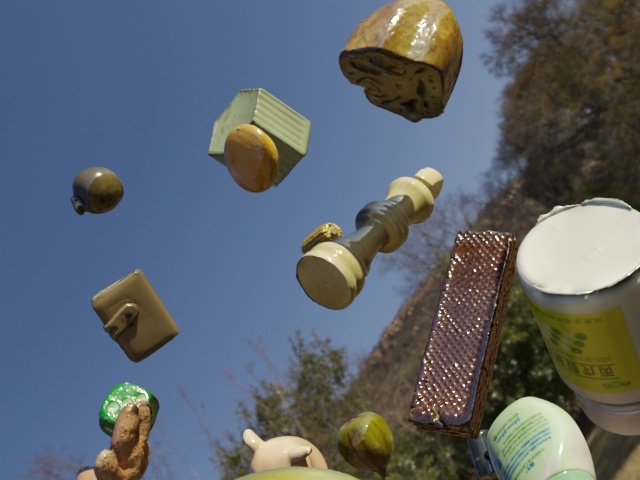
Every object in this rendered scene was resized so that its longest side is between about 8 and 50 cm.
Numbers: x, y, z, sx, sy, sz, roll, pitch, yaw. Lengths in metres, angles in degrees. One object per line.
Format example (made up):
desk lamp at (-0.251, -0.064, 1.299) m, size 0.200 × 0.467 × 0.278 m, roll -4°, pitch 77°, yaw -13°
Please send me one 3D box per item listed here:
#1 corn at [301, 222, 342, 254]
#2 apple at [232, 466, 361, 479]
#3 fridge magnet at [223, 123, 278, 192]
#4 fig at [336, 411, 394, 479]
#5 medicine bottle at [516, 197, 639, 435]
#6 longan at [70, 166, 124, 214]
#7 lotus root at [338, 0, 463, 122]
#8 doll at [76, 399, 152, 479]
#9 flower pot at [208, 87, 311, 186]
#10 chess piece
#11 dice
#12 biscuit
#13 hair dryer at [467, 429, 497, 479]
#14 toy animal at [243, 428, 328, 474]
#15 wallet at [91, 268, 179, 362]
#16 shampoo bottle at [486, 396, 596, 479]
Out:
corn at (0.000, 0.000, 2.252) m, size 0.068 × 0.068 × 0.207 m, roll -50°, pitch 8°, yaw -26°
apple at (-0.059, 0.585, 1.297) m, size 0.473 × 0.474 × 0.473 m, roll -47°, pitch -26°, yaw -32°
fridge magnet at (-0.138, -0.166, 1.630) m, size 0.063 × 0.143 × 0.143 m, roll -28°, pitch -39°, yaw -46°
fig at (0.123, 0.532, 2.036) m, size 0.148 × 0.186 × 0.142 m, roll -37°, pitch -22°, yaw 14°
medicine bottle at (0.465, 0.132, 1.298) m, size 0.213 × 0.214 × 0.378 m, roll -51°, pitch -50°, yaw -24°
longan at (-0.490, -0.105, 1.751) m, size 0.119 × 0.106 × 0.106 m, roll -43°, pitch -26°, yaw -16°
lotus root at (0.148, -0.333, 1.392) m, size 0.188 × 0.199 × 0.179 m, roll 83°, pitch -155°, yaw -71°
doll at (-0.482, 0.510, 1.858) m, size 0.201 × 0.156 × 0.303 m, roll 23°, pitch -102°, yaw -66°
flower pot at (-0.166, -0.279, 2.193) m, size 0.190 × 0.209 × 0.239 m, roll 32°, pitch -69°, yaw -32°
chess piece at (0.114, -0.027, 1.503) m, size 0.397 × 0.117 × 0.117 m, roll -42°, pitch -29°, yaw -41°
dice at (-0.520, 0.471, 2.187) m, size 0.131 × 0.120 × 0.128 m, roll 93°, pitch -161°, yaw -53°
biscuit at (0.252, 0.154, 1.387) m, size 0.073 × 0.107 × 0.388 m, roll 59°, pitch -137°, yaw -46°
hair dryer at (0.453, 0.543, 2.124) m, size 0.072 × 0.124 × 0.219 m, roll -8°, pitch -31°, yaw -11°
toy animal at (-0.090, 0.609, 2.063) m, size 0.256 × 0.195 × 0.212 m, roll 42°, pitch -121°, yaw -62°
wallet at (-0.345, 0.143, 1.501) m, size 0.118 × 0.039 × 0.152 m, roll -36°, pitch -68°, yaw -16°
shampoo bottle at (0.498, 0.507, 1.728) m, size 0.151 × 0.349 × 0.222 m, roll 31°, pitch -73°, yaw -25°
